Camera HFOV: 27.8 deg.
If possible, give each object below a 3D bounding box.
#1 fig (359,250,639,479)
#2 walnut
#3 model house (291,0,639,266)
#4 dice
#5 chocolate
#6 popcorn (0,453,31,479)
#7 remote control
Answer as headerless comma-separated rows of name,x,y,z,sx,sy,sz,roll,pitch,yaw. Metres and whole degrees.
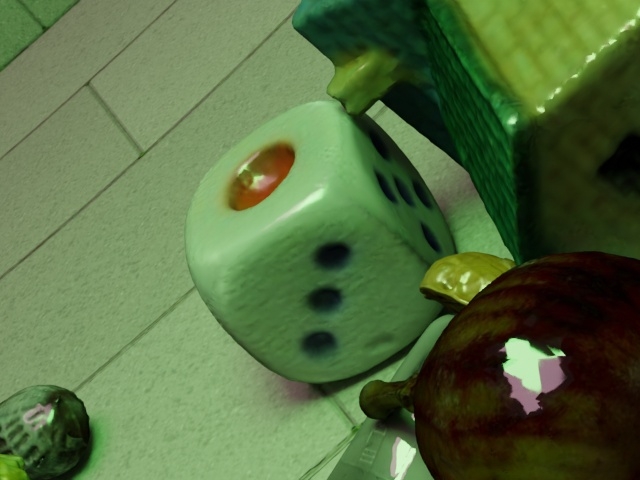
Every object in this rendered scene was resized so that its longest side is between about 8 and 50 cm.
fig,0.122,0.123,0.898,0.321,0.217,0.217,-12,41,51
walnut,0.133,0.038,1.010,0.121,0.091,0.052,20,80,50
model house,0.207,-0.151,1.070,0.342,0.335,0.382,-44,34,17
dice,0.000,0.000,1.190,0.193,0.192,0.194,-32,33,17
chocolate,-0.347,0.216,1.398,0.248,0.110,0.110,-17,38,28
popcorn,-0.350,0.282,1.223,0.198,0.212,0.198,-58,-6,-10
remote control,0.047,0.185,1.036,0.109,0.055,0.313,10,57,53
